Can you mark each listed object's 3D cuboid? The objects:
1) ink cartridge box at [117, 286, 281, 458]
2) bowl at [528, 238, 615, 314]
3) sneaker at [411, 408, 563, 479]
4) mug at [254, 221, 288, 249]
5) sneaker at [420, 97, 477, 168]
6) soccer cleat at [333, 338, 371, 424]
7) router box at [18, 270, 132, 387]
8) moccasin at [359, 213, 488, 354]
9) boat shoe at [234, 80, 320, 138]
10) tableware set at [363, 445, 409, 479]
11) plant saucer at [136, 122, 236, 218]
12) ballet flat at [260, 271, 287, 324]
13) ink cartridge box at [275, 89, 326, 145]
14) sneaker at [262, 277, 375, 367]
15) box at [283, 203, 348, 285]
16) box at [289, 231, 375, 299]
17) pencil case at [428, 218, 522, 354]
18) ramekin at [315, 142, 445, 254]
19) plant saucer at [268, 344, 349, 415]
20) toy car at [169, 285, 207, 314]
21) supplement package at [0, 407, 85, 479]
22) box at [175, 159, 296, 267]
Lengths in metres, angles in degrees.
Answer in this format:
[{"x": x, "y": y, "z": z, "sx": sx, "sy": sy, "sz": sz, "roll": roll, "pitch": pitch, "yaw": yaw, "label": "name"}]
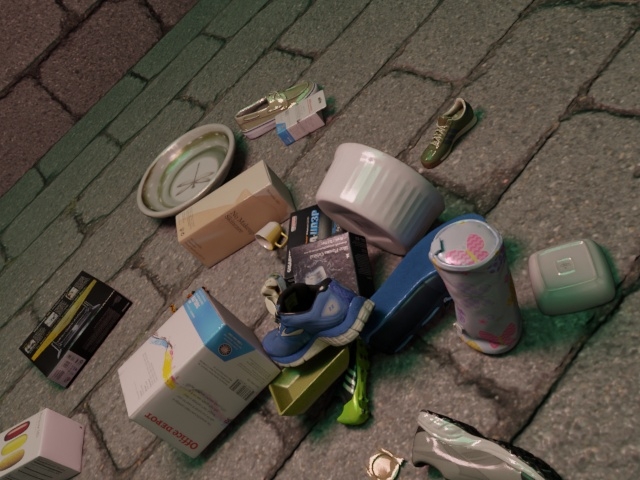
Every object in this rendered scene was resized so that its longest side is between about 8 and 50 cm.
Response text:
[{"x": -0.274, "y": 0.291, "z": 1.288, "sx": 0.270, "sy": 0.198, "sz": 0.197, "roll": -45, "pitch": 32, "yaw": -5, "label": "ink cartridge box"}, {"x": 0.461, "y": 0.060, "z": 1.075, "sx": 0.142, "sy": 0.053, "sz": 0.142, "roll": -17, "pitch": 47, "yaw": 22, "label": "bowl"}, {"x": 0.266, "y": 0.368, "z": 0.932, "sx": 0.271, "sy": 0.100, "sz": 0.108, "roll": 11, "pitch": 76, "yaw": 45, "label": "sneaker"}, {"x": -0.131, "y": -0.013, "z": 1.580, "sx": 0.064, "sy": 0.078, "sz": 0.062, "roll": -52, "pitch": 9, "yaw": -25, "label": "mug"}, {"x": 0.309, "y": -0.277, "z": 1.450, "sx": 0.192, "sy": 0.086, "sz": 0.064, "roll": -46, "pitch": 42, "yaw": -6, "label": "sneaker"}, {"x": 0.063, "y": 0.283, "z": 1.171, "sx": 0.072, "sy": 0.060, "sz": 0.179, "roll": -17, "pitch": 49, "yaw": 27, "label": "soccer cleat"}, {"x": -0.752, "y": 0.261, "z": 1.771, "sx": 0.243, "sy": 0.081, "sz": 0.309, "roll": 18, "pitch": 67, "yaw": 44, "label": "router box"}, {"x": 0.219, "y": 0.090, "z": 1.186, "sx": 0.342, "sy": 0.117, "sz": 0.137, "roll": -43, "pitch": 29, "yaw": 5, "label": "moccasin"}, {"x": -0.145, "y": -0.447, "z": 1.925, "sx": 0.302, "sy": 0.094, "sz": 0.109, "roll": -30, "pitch": 42, "yaw": 11, "label": "boat shoe"}, {"x": 0.100, "y": 0.458, "z": 1.021, "sx": 0.169, "sy": 0.020, "sz": 0.141, "roll": -45, "pitch": 42, "yaw": -5, "label": "tableware set"}, {"x": -0.428, "y": -0.215, "z": 1.930, "sx": 0.400, "sy": 0.100, "sz": 0.400, "roll": -19, "pitch": 46, "yaw": 21, "label": "plant saucer"}, {"x": -0.111, "y": 0.136, "z": 1.412, "sx": 0.070, "sy": 0.070, "sz": 0.188, "roll": -38, "pitch": 40, "yaw": 3, "label": "ballet flat"}, {"x": -0.051, "y": -0.389, "z": 1.831, "sx": 0.180, "sy": 0.060, "sz": 0.104, "roll": -26, "pitch": 43, "yaw": 17, "label": "ink cartridge box"}, {"x": -0.034, "y": 0.155, "z": 1.192, "sx": 0.330, "sy": 0.147, "sz": 0.130, "roll": -37, "pitch": 13, "yaw": 47, "label": "sneaker"}, {"x": 0.000, "y": 0.000, "z": 1.465, "sx": 0.175, "sy": 0.051, "sz": 0.220, "roll": -17, "pitch": 47, "yaw": 24, "label": "box"}, {"x": 0.028, "y": 0.077, "z": 1.304, "sx": 0.156, "sy": 0.093, "sz": 0.158, "roll": -16, "pitch": 76, "yaw": 25, "label": "box"}, {"x": 0.280, "y": 0.087, "z": 1.025, "sx": 0.124, "sy": 0.273, "sz": 0.113, "roll": 0, "pitch": 49, "yaw": 28, "label": "pencil case"}, {"x": 0.124, "y": -0.083, "z": 1.289, "sx": 0.277, "sy": 0.277, "sz": 0.135, "roll": 23, "pitch": 78, "yaw": 45, "label": "ramekin"}, {"x": -0.017, "y": 0.275, "z": 1.201, "sx": 0.188, "sy": 0.045, "sz": 0.188, "roll": -45, "pitch": 12, "yaw": -5, "label": "plant saucer"}, {"x": -0.361, "y": 0.172, "z": 1.610, "sx": 0.122, "sy": 0.060, "sz": 0.040, "roll": -33, "pitch": 84, "yaw": 33, "label": "toy car"}, {"x": -0.745, "y": 0.556, "z": 1.471, "sx": 0.244, "sy": 0.134, "sz": 0.139, "roll": -30, "pitch": 43, "yaw": 12, "label": "supplement package"}, {"x": -0.241, "y": -0.073, "z": 1.637, "sx": 0.311, "sy": 0.148, "sz": 0.121, "roll": -32, "pitch": 43, "yaw": 11, "label": "box"}]
